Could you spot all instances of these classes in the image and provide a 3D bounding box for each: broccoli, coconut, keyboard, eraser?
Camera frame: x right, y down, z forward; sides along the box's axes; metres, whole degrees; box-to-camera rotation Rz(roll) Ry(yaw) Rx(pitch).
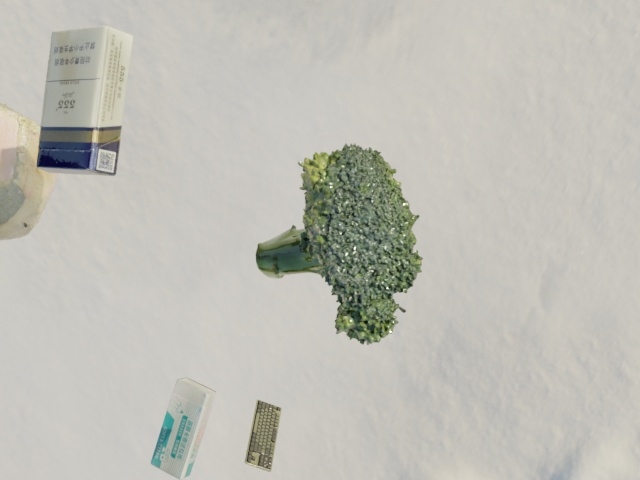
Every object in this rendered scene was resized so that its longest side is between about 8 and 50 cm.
[{"bbox_3d":[0.018,-0.031,1.668,0.353,0.275,0.397,-60,33,5],"label":"broccoli"},{"bbox_3d":[-0.889,-0.175,2.187,0.405,0.404,0.404,14,119,27],"label":"coconut"},{"bbox_3d":[-0.098,0.335,1.434,0.049,0.129,0.015,26,132,-15],"label":"keyboard"},{"bbox_3d":[-0.332,0.453,2.004,0.096,0.052,0.225,20,96,22],"label":"eraser"}]

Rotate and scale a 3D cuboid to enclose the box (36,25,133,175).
[{"bbox_3d":[-0.424,-0.246,1.489,0.168,0.071,0.259,7,91,37],"label":"box"}]
